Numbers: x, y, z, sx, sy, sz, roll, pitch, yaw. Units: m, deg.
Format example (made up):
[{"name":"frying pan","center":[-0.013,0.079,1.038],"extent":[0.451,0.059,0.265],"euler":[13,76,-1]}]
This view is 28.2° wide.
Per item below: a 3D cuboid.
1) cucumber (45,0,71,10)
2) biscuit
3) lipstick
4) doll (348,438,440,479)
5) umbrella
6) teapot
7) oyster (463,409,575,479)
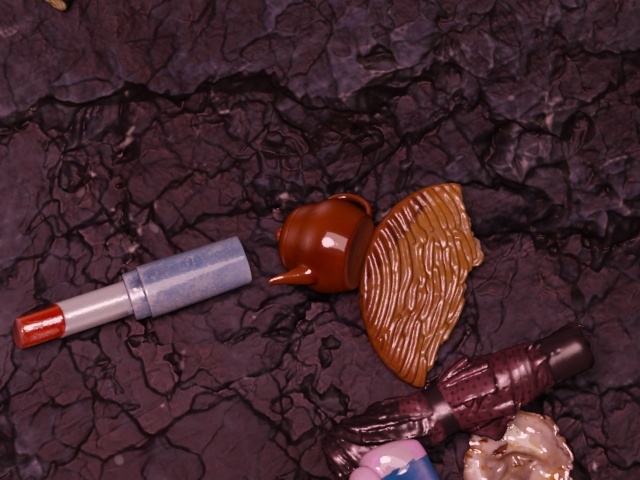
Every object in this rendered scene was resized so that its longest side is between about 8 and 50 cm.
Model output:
[{"name":"cucumber","center":[-0.272,-0.357,1.544],"extent":[0.058,0.058,0.187],"euler":[40,76,5]},{"name":"biscuit","center":[0.123,0.053,1.474],"extent":[0.176,0.031,0.229],"euler":[-10,93,-26]},{"name":"lipstick","center":[-0.215,0.064,1.442],"extent":[0.274,0.068,0.061],"euler":[-18,76,-11]},{"name":"doll","center":[0.013,0.373,1.305],"extent":[0.310,0.284,0.240],"euler":[-26,38,-6]},{"name":"umbrella","center":[0.153,0.179,1.425],"extent":[0.326,0.090,0.094],"euler":[-25,41,-3]},{"name":"teapot","center":[0.000,0.000,1.465],"extent":[0.116,0.116,0.173],"euler":[32,50,3]},{"name":"oyster","center":[0.239,0.354,1.414],"extent":[0.128,0.078,0.345],"euler":[-9,70,-6]}]
